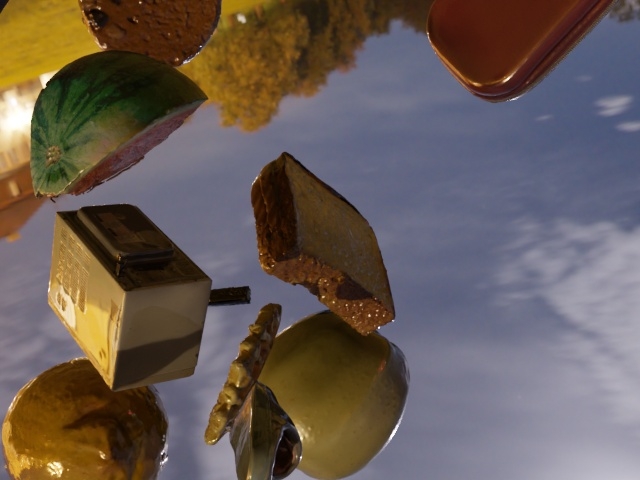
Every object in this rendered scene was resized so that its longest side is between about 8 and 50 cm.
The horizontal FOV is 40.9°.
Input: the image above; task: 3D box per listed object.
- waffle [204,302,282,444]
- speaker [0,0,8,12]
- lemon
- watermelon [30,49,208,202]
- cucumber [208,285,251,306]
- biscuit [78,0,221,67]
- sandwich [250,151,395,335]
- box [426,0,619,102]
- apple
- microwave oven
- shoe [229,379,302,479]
[{"bbox_3d":[-0.133,0.231,1.484,0.056,0.250,0.261,27,-152,3],"label":"waffle"},{"bbox_3d":[-0.641,-0.432,1.497,0.218,0.044,0.082,22,-104,27],"label":"speaker"},{"bbox_3d":[-0.398,0.338,1.475,0.297,0.297,0.297,-15,-165,4],"label":"lemon"},{"bbox_3d":[-0.273,-0.167,1.059,0.231,0.146,0.128,-36,178,-34],"label":"watermelon"},{"bbox_3d":[-0.222,0.122,1.798,0.163,0.043,0.039,-8,-154,17],"label":"cucumber"},{"bbox_3d":[-0.322,-0.471,1.631,0.296,0.295,0.075,-21,-160,-17],"label":"biscuit"},{"bbox_3d":[0.000,0.000,1.577,0.099,0.301,0.271,-37,-139,22],"label":"sandwich"},{"bbox_3d":[0.360,-0.429,1.450,0.108,0.263,0.404,0,140,-51],"label":"box"},{"bbox_3d":[0.018,0.322,1.839,0.357,0.357,0.357,-15,-165,4],"label":"apple"},{"bbox_3d":[-0.277,0.067,1.234,0.145,0.193,0.240,-3,-151,-39],"label":"microwave oven"},{"bbox_3d":[-0.070,0.282,1.215,0.100,0.103,0.251,21,-170,-9],"label":"shoe"}]
